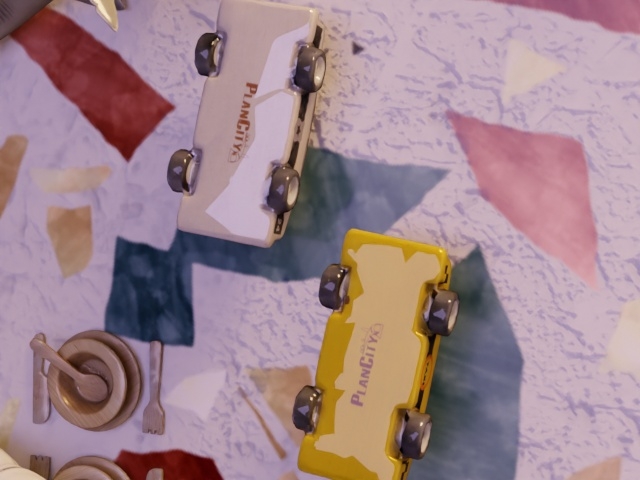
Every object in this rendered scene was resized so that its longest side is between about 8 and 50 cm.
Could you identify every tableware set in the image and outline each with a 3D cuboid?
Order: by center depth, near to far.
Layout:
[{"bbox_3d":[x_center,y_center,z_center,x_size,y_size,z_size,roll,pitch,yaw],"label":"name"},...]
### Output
[{"bbox_3d":[-0.197,0.173,1.240,0.128,0.039,0.194,2,93,21],"label":"tableware set"}]

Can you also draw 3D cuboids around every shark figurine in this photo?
[{"bbox_3d":[-0.203,-0.213,1.183,0.116,0.278,0.166,35,72,-21],"label":"shark figurine"}]

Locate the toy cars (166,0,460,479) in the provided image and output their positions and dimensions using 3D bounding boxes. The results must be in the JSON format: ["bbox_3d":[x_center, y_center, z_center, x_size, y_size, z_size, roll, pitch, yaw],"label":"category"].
[{"bbox_3d":[0.000,0.000,1.140,0.176,0.087,0.394,-30,78,14],"label":"toy cars"}]

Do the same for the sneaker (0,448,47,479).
[{"bbox_3d":[-0.315,0.301,1.267,0.118,0.110,0.292,37,109,38],"label":"sneaker"}]
